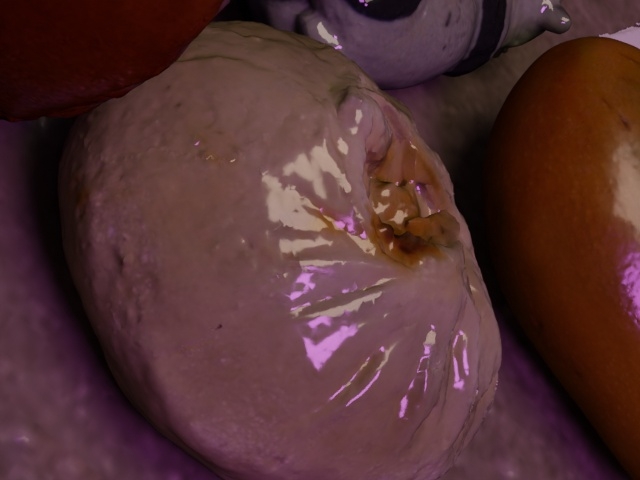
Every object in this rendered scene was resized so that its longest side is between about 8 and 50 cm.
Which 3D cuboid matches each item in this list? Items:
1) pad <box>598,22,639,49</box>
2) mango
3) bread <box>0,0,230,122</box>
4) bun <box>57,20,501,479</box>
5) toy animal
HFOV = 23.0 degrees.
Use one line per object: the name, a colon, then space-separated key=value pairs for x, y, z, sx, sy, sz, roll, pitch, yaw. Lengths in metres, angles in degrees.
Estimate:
pad: x=0.266 y=-0.041 z=0.992 sx=0.156 sy=0.004 sz=0.232 roll=-18 pitch=79 yaw=-45
mango: x=0.154 y=0.020 z=0.787 sx=0.138 sy=0.113 sz=0.253 roll=-9 pitch=80 yaw=-47
bread: x=-0.054 y=-0.178 z=0.574 sx=0.114 sy=0.327 sz=0.295 roll=37 pitch=88 yaw=-17
bun: x=0.000 y=0.000 z=0.650 sx=0.222 sy=0.127 sz=0.222 roll=21 pitch=52 yaw=-29
toy animal: x=0.048 y=-0.138 z=0.796 sx=0.225 sy=0.094 sz=0.121 roll=-11 pitch=84 yaw=-53
